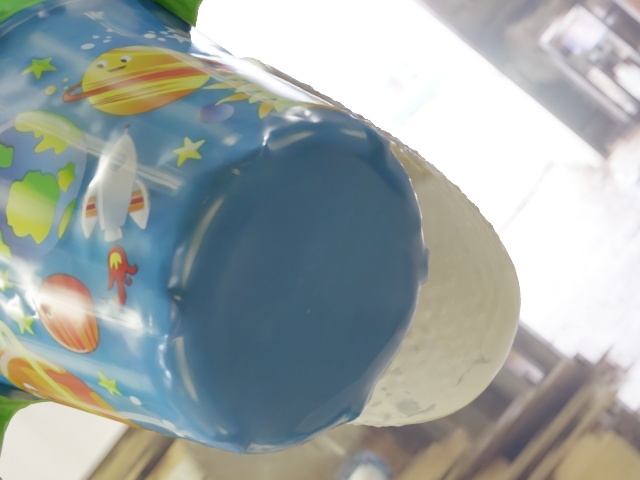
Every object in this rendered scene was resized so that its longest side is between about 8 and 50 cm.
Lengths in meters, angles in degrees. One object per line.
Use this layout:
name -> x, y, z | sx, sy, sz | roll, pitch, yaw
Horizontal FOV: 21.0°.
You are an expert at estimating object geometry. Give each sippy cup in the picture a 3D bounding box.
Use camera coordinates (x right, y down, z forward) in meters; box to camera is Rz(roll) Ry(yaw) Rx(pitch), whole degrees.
sippy cup -> -0.076, -0.002, 0.870 | 0.240, 0.305, 0.224 | -19, 26, -39

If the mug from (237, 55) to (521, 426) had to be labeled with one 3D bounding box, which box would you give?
mug -> 0.000, 0.000, 1.621 | 0.276, 0.328, 0.374 | -52, 28, 20
